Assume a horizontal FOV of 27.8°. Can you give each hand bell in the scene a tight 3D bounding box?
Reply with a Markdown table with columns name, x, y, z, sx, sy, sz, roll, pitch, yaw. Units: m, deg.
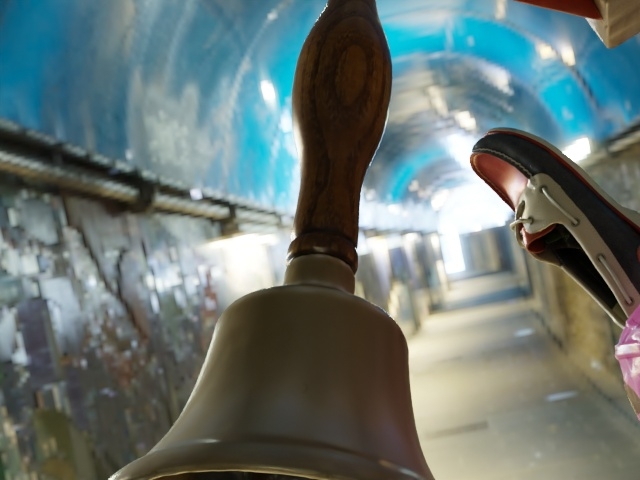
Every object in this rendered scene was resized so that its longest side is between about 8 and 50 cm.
| name | x | y | z | sx | sy | sz | roll | pitch | yaw |
| --- | --- | --- | --- | --- | --- | --- | --- | --- | --- |
| hand bell | 0.000 | 0.000 | 0.471 | 0.126 | 0.242 | 0.126 | 4 | -35 | 3 |

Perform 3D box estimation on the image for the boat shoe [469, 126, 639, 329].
| name | x | y | z | sx | sy | sz | roll | pitch | yaw |
| --- | --- | --- | --- | --- | --- | --- | --- | --- | --- |
| boat shoe | 0.119 | -0.007 | 0.631 | 0.043 | 0.137 | 0.049 | -40 | -31 | -14 |

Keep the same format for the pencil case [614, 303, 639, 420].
| name | x | y | z | sx | sy | sz | roll | pitch | yaw |
| --- | --- | --- | --- | --- | --- | --- | --- | --- | --- |
| pencil case | 0.157 | 0.049 | 0.444 | 0.098 | 0.095 | 0.209 | -2 | -4 | 4 |

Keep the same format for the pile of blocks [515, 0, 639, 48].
| name | x | y | z | sx | sy | sz | roll | pitch | yaw |
| --- | --- | --- | --- | --- | --- | --- | --- | --- | --- |
| pile of blocks | 0.017 | -0.209 | 0.451 | 0.112 | 0.362 | 0.149 | -32 | 2 | 5 |
